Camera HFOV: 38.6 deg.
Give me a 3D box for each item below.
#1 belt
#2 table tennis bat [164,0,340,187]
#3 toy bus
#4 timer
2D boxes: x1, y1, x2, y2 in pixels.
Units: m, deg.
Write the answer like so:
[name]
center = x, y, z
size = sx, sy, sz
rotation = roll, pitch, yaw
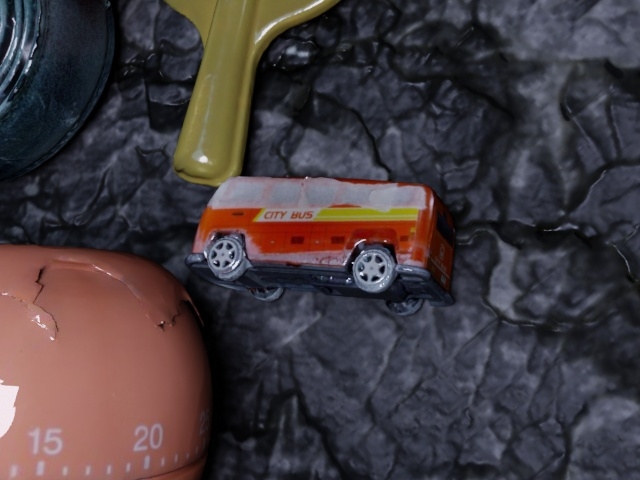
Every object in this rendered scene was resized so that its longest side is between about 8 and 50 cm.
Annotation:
[belt]
center = -0.268, -0.152, 0.709
size = 0.268, 0.116, 0.206
rotation = -12, 80, 23
[table tennis bat]
center = -0.049, -0.193, 0.666
size = 0.198, 0.050, 0.320
rotation = 9, 81, 22
[toy bus]
center = 0.000, 0.000, 0.594
size = 0.174, 0.079, 0.077
rotation = 4, 75, 24
[timer]
center = -0.181, 0.106, 0.568
size = 0.230, 0.230, 0.214
rotation = 8, 85, 24
